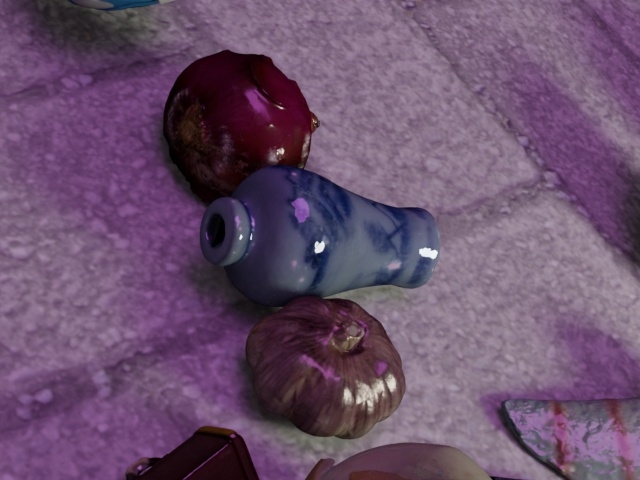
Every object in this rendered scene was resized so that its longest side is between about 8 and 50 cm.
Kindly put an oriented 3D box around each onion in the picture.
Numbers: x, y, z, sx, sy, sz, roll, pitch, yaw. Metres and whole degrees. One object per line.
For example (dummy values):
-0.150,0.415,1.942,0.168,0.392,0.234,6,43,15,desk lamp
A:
-0.063,-0.133,1.456,0.198,0.135,0.173,-24,69,-43,onion

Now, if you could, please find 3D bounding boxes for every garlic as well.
0.009,0.117,1.298,0.159,0.102,0.147,21,50,-15,garlic

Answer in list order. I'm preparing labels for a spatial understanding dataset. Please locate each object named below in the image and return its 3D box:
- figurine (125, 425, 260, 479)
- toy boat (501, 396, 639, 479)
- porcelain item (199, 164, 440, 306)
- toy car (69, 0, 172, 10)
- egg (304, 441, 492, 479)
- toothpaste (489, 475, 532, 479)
-0.136,0.219,1.147,0.154,0.082,0.098,-35,36,-30,figurine
0.329,0.209,1.424,0.282,0.096,0.206,1,66,-17,toy boat
0.000,0.000,1.382,0.259,0.141,0.141,6,49,-38,porcelain item
-0.265,-0.356,1.515,0.198,0.166,0.314,-25,67,-40,toy car
0.070,0.278,1.122,0.201,0.201,0.244,14,49,-18,egg
0.173,0.252,1.319,0.193,0.045,0.071,7,41,-16,toothpaste
